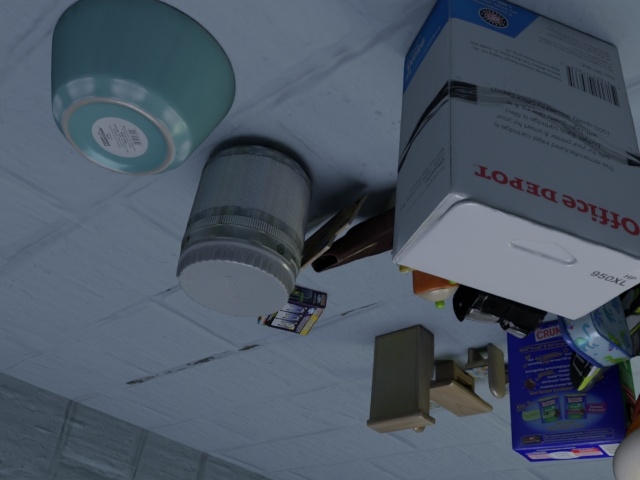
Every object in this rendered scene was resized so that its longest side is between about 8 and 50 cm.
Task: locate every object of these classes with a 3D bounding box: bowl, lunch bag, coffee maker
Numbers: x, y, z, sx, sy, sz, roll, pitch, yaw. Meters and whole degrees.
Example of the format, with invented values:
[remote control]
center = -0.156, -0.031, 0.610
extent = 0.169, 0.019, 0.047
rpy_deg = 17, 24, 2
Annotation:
[bowl]
center = -0.307, -0.223, 1.078
extent = 0.311, 0.163, 0.311
rpy_deg = 5, 145, 4
[lunch bag]
center = 0.560, 0.142, 1.377
extent = 0.176, 0.219, 0.090
rpy_deg = 32, 133, -32
[coffee maker]
center = 0.415, 0.131, 1.478
extent = 0.178, 0.120, 0.171
rpy_deg = 17, 144, -13

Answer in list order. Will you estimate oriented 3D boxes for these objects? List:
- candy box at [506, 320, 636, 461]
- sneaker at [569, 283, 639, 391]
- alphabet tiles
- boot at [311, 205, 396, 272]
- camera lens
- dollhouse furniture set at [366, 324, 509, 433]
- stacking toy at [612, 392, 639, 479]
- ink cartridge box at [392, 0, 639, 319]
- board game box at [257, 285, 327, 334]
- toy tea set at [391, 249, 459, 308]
[candy box]
center = 0.603, 0.355, 1.589
extent = 0.268, 0.317, 0.122
rpy_deg = -17, 140, 33
[sneaker]
center = 0.673, 0.228, 1.455
extent = 0.121, 0.111, 0.300
rpy_deg = 33, 106, -7
[alphabet tiles]
center = 0.000, 0.000, 1.308
extent = 0.009, 0.198, 0.237
rpy_deg = 44, 128, -9
[boot]
center = 0.113, -0.003, 1.250
extent = 0.248, 0.207, 0.090
rpy_deg = -21, 97, 60
[camera lens]
center = -0.136, -0.023, 1.230
extent = 0.219, 0.274, 0.219
rpy_deg = 5, 146, 4
[dollhouse furniture set]
center = 0.326, 0.444, 1.827
extent = 0.362, 0.256, 0.394
rpy_deg = -22, 135, 37
[stacking toy]
center = 0.807, 0.330, 1.388
extent = 0.350, 0.480, 0.350
rpy_deg = 12, 132, 14
[ink cartridge box]
center = 0.263, -0.126, 0.893
extent = 0.285, 0.395, 0.166
rpy_deg = 17, 144, -12
[board game box]
center = -0.076, 0.178, 1.711
extent = 0.141, 0.048, 0.170
rpy_deg = 14, 145, -13
[toy tea set]
center = 0.248, 0.061, 1.258
extent = 0.200, 0.124, 0.336
rpy_deg = -14, 170, 21
